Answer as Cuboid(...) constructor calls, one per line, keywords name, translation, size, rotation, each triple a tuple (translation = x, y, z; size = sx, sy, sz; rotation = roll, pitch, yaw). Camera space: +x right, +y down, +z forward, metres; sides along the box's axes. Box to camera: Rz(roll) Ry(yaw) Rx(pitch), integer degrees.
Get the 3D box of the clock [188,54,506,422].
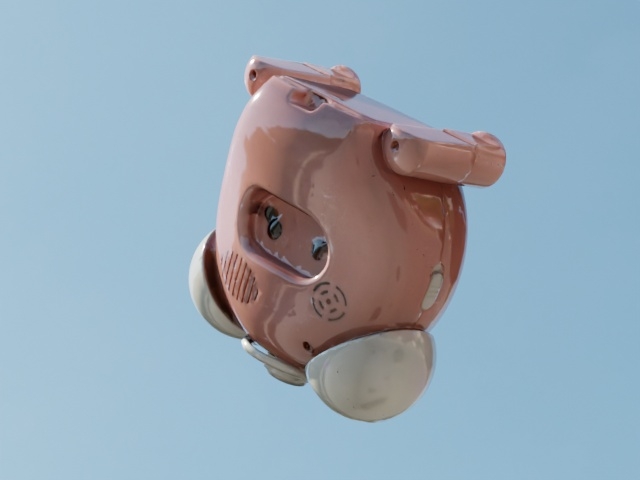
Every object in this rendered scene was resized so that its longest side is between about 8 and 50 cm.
Cuboid(name="clock", translation=(0.000, 0.000, 0.807), size=(0.093, 0.166, 0.162), rotation=(1, -69, -45))
